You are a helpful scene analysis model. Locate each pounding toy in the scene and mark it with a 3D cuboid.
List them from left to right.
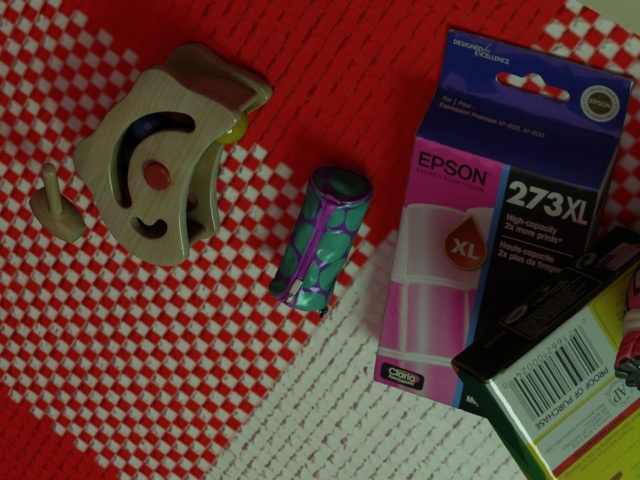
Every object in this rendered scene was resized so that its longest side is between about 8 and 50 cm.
[{"bbox_3d":[-0.166,-0.053,1.649,0.154,0.155,0.269,46,127,-1],"label":"pounding toy"}]

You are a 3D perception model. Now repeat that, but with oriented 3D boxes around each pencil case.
[{"bbox_3d":[0.000,0.000,1.658,0.064,0.070,0.152,26,125,9],"label":"pencil case"}]

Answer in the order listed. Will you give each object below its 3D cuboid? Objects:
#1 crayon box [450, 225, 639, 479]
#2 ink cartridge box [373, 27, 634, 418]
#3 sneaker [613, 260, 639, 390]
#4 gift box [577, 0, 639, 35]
[{"bbox_3d":[0.282,0.173,1.540,0.318,0.202,0.081,57,169,-21],"label":"crayon box"},{"bbox_3d":[0.163,0.000,1.591,0.176,0.069,0.371,18,122,14],"label":"ink cartridge box"},{"bbox_3d":[0.383,0.092,1.459,0.299,0.112,0.121,20,160,-32],"label":"sneaker"},{"bbox_3d":[0.352,-0.255,1.230,0.258,0.255,0.276,31,131,7],"label":"gift box"}]
